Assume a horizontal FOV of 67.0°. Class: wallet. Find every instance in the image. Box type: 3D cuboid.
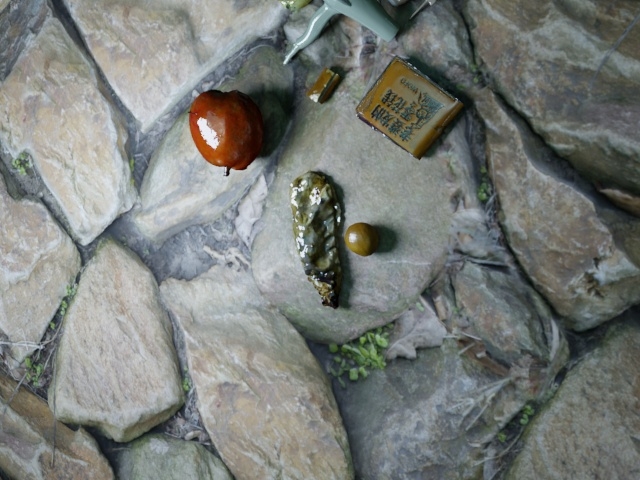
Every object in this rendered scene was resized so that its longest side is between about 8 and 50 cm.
[{"bbox_3d":[0.192,-0.295,1.082,0.195,0.042,0.161,41,107,12],"label":"wallet"}]

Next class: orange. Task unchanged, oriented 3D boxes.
[{"bbox_3d":[0.097,-0.002,1.131,0.085,0.085,0.085,2,96,19],"label":"orange"}]

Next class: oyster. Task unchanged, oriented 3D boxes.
[{"bbox_3d":[-0.003,0.000,1.171,0.128,0.078,0.345,-10,89,12],"label":"oyster"}]

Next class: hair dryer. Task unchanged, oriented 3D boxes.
[{"bbox_3d":[0.053,-0.476,1.098,0.229,0.092,0.267,21,140,-5],"label":"hair dryer"}]

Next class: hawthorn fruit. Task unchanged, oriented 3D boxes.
[{"bbox_3d":[-0.226,-0.256,1.165,0.185,0.185,0.202,5,102,19],"label":"hawthorn fruit"}]

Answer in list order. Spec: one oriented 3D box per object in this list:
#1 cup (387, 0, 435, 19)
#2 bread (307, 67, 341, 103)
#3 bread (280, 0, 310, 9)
[{"bbox_3d":[0.195,-0.548,1.043,0.099,0.102,0.074,-19,52,35],"label":"cup"},{"bbox_3d":[0.007,-0.366,1.144,0.047,0.036,0.083,40,105,15],"label":"bread"},{"bbox_3d":[-0.060,-0.621,1.127,0.117,0.064,0.156,13,98,19],"label":"bread"}]
